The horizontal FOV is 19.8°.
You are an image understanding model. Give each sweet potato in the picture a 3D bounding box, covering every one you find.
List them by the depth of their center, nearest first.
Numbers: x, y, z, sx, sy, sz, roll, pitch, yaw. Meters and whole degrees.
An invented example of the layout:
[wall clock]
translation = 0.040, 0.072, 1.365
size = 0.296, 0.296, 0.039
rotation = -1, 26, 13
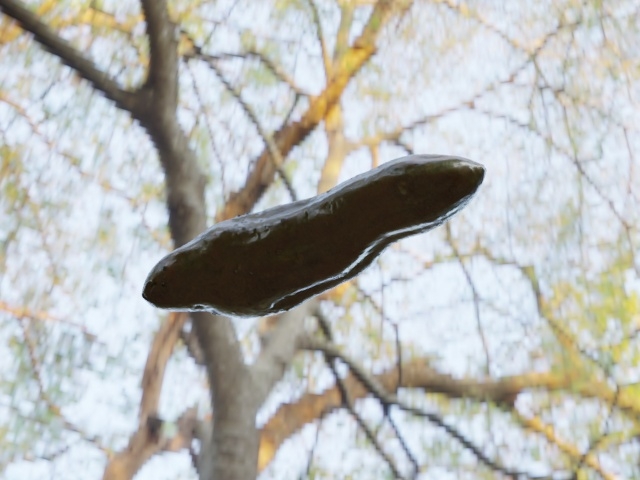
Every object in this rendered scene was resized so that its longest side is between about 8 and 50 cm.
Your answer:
[sweet potato]
translation = 0.001, -0.001, 0.900
size = 0.182, 0.053, 0.054
rotation = -22, -71, 17
